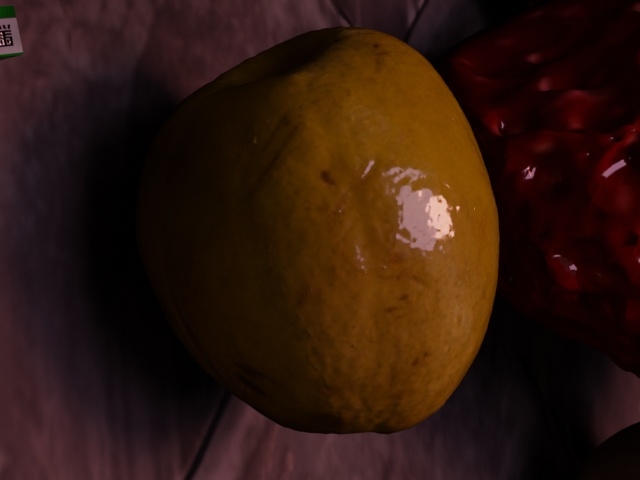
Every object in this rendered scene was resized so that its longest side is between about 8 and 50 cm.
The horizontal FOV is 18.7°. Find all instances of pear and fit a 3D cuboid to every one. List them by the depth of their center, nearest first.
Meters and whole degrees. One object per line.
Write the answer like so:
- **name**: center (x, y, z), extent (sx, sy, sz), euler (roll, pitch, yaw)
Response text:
- **pear**: center (0.000, 0.000, 0.776), extent (0.149, 0.149, 0.162), euler (-32, 114, -55)

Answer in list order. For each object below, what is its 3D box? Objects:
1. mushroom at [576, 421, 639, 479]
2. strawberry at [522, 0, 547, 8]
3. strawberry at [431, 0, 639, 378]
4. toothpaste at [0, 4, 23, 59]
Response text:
- **mushroom**: center (0.225, 0.202, 1.050), extent (0.206, 0.206, 0.209), euler (-12, 114, -57)
- **strawberry**: center (0.171, -0.202, 1.095), extent (0.286, 0.106, 0.188), euler (39, 50, -39)
- **strawberry**: center (0.213, -0.019, 0.975), extent (0.295, 0.345, 0.317), euler (98, -16, -47)
- **toothpaste**: center (-0.140, -0.072, 0.694), extent (0.083, 0.017, 0.020), euler (-16, 96, -56)
